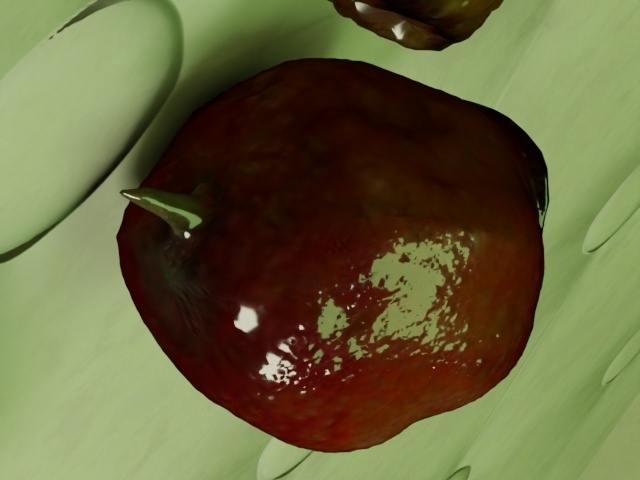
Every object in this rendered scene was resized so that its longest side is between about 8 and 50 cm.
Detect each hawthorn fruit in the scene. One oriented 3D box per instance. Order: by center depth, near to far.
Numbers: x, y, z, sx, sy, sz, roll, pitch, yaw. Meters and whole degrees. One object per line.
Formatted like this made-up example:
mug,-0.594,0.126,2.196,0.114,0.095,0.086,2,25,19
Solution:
hawthorn fruit,0.000,0.000,0.929,0.189,0.189,0.251,-53,152,12

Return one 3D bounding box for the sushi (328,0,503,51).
sushi,0.019,-0.163,0.630,0.296,0.167,0.179,25,99,-53
